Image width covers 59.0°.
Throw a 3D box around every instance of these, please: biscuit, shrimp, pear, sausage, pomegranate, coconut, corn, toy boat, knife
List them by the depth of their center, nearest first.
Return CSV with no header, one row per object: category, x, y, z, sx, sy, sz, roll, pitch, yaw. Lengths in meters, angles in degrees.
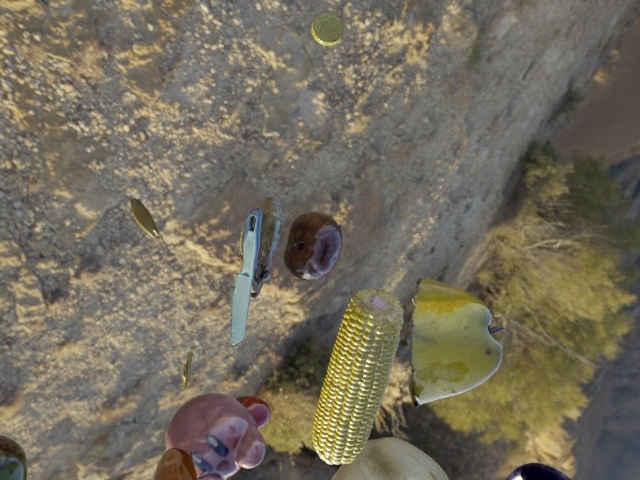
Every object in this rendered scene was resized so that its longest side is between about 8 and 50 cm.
corn,0.046,0.184,0.742,0.081,0.081,0.248,-13,124,-51
coconut,0.119,0.530,1.093,0.237,0.237,0.265,10,113,-59
sausage,-0.284,0.481,1.105,0.098,0.098,0.238,-50,-169,-7
pear,0.272,0.209,1.134,0.267,0.178,0.266,4,90,-67
knife,-0.155,0.080,1.149,0.019,0.045,0.312,-39,142,-65
pomegranate,-0.795,0.546,1.306,0.214,0.248,0.214,-4,96,-42
biscuit,0.018,-0.534,1.425,0.084,0.084,0.023,-49,-175,-7
toy boat,-0.537,-0.070,1.717,0.047,0.149,0.049,-33,166,-12
shrimp,-0.222,0.011,1.946,0.221,0.445,0.110,-36,121,28

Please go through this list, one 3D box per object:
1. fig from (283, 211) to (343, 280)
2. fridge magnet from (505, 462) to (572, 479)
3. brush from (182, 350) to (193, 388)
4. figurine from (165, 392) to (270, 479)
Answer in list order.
fig,-0.002,-0.001,1.446,0.274,0.146,0.170,-34,138,-69
fridge magnet,0.348,0.494,0.898,0.113,0.265,0.265,10,121,-15
brush,-0.291,0.282,1.226,0.205,0.011,0.083,132,-33,-75
figurine,-0.273,0.483,1.401,0.270,0.211,0.261,-41,-172,-4
